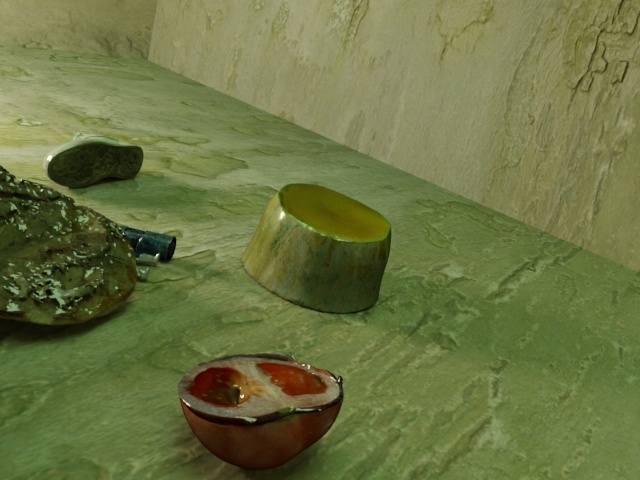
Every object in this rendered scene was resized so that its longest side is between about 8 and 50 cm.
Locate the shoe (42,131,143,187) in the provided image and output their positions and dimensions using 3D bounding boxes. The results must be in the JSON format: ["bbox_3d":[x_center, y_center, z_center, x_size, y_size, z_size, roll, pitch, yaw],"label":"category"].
[{"bbox_3d":[-0.625,-0.226,1.589,0.159,0.124,0.316,26,17,22],"label":"shoe"}]

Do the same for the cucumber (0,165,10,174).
[{"bbox_3d":[-0.835,-0.194,1.374,0.359,0.096,0.096,30,24,28],"label":"cucumber"}]

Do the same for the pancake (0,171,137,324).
[{"bbox_3d":[-0.507,0.007,1.019,0.382,0.071,0.382,27,25,-14],"label":"pancake"}]

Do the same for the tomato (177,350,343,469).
[{"bbox_3d":[-0.086,0.237,0.828,0.228,0.112,0.199,1,14,-27],"label":"tomato"}]

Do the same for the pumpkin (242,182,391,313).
[{"bbox_3d":[0.000,0.000,1.382,0.332,0.199,0.332,12,22,-5],"label":"pumpkin"}]

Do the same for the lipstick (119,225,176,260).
[{"bbox_3d":[-0.429,-0.008,1.287,0.234,0.053,0.053,12,21,2],"label":"lipstick"}]

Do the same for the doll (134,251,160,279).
[{"bbox_3d":[-0.441,0.016,1.196,0.227,0.057,0.114,17,25,-5],"label":"doll"}]
